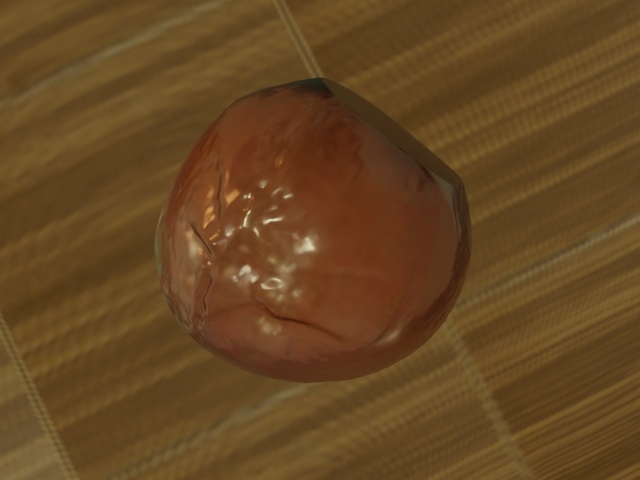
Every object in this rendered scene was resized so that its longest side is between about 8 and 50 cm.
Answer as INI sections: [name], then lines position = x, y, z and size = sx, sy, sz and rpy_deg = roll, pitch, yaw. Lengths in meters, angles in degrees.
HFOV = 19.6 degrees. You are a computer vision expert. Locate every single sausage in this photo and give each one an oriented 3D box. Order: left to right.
[sausage]
position = 0.000, 0.000, 0.369
size = 0.059, 0.094, 0.054
rpy_deg = 40, 97, 6
